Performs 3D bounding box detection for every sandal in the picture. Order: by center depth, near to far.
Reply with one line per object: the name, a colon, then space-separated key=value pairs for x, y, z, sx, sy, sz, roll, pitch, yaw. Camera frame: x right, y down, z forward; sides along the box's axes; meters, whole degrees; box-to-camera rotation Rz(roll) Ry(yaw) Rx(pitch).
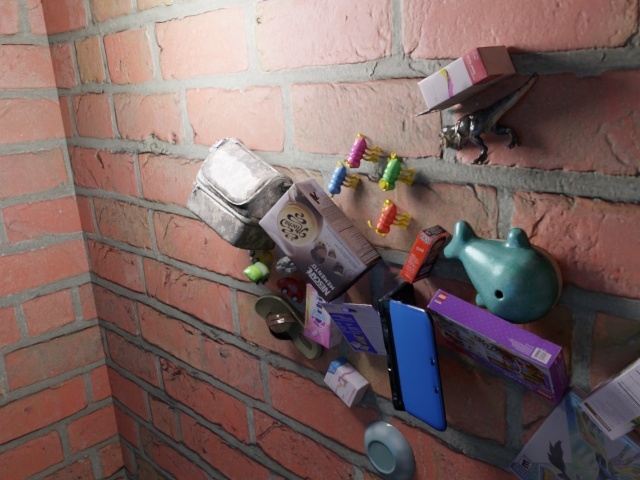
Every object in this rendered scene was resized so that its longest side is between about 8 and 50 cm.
sandal: x=-0.114 y=0.276 z=1.929 sx=0.303 sy=0.086 sz=0.120 roll=36 pitch=127 yaw=33

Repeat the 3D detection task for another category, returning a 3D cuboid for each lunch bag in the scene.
lunch bag: x=-0.238 y=-0.148 z=1.832 sx=0.305 sy=0.213 sz=0.256 roll=38 pitch=109 yaw=33

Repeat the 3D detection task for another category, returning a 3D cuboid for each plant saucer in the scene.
plant saucer: x=0.191 y=0.633 z=1.771 sx=0.195 sy=0.037 sz=0.194 roll=19 pitch=118 yaw=42

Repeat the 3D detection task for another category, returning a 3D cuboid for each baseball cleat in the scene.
baseball cleat: x=-0.037 y=0.039 z=1.779 sx=0.206 sy=0.109 sz=0.072 roll=-14 pitch=113 yaw=19

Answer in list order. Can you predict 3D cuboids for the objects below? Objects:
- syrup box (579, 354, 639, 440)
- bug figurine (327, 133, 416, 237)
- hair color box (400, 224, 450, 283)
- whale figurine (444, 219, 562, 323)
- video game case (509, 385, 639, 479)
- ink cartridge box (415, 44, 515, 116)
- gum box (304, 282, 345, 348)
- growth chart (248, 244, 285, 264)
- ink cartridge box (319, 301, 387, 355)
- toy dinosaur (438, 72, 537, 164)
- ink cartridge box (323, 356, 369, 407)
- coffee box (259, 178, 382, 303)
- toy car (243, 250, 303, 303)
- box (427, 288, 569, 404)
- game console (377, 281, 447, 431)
syrup box: x=0.625 y=0.277 z=1.144 sx=0.096 sy=0.093 sz=0.236 roll=50 pitch=134 yaw=22
bug figurine: x=0.121 y=-0.147 z=1.544 sx=0.279 sy=0.072 sz=0.216 roll=40 pitch=129 yaw=30
hair color box: x=0.255 y=0.035 z=1.466 sx=0.043 sy=0.072 sz=0.141 roll=42 pitch=131 yaw=30
whale figurine: x=0.377 y=0.067 z=1.293 sx=0.272 sy=0.141 sz=0.216 roll=38 pitch=129 yaw=27
video game case: x=0.609 y=0.525 z=1.291 sx=0.329 sy=0.036 sz=0.299 roll=42 pitch=130 yaw=29
ink cartridge box: x=0.292 y=-0.335 z=1.264 sx=0.198 sy=0.115 sz=0.067 roll=-23 pitch=88 yaw=47
gum box: x=0.012 y=0.224 z=1.796 sx=0.107 sy=0.062 sz=0.188 roll=22 pitch=119 yaw=40
growth chart: x=-0.176 y=0.007 z=1.950 sx=0.237 sy=0.021 sz=0.171 roll=10 pitch=110 yaw=44
ink cartridge box: x=0.125 y=0.230 z=1.630 sx=0.206 sy=0.045 sz=0.208 roll=-2 pitch=131 yaw=47
toy dinosaur: x=0.357 y=-0.237 z=1.275 sx=0.268 sy=0.064 sz=0.118 roll=-28 pitch=76 yaw=44
ink cartridge box: x=0.078 y=0.428 z=1.806 sx=0.122 sy=0.052 sz=0.088 roll=40 pitch=129 yaw=29
coffee box: x=0.000 y=0.000 z=1.625 sx=0.297 sy=0.119 sz=0.168 roll=50 pitch=118 yaw=8
toy car: x=-0.157 y=0.097 z=1.817 sx=0.239 sy=0.225 sz=0.053 roll=45 pitch=102 yaw=16
box: x=0.392 y=0.232 z=1.321 sx=0.293 sy=0.057 sz=0.201 roll=26 pitch=160 yaw=38
game console: x=0.251 y=0.268 z=1.447 sx=0.173 sy=0.250 sz=0.293 roll=-2 pitch=102 yaw=32
